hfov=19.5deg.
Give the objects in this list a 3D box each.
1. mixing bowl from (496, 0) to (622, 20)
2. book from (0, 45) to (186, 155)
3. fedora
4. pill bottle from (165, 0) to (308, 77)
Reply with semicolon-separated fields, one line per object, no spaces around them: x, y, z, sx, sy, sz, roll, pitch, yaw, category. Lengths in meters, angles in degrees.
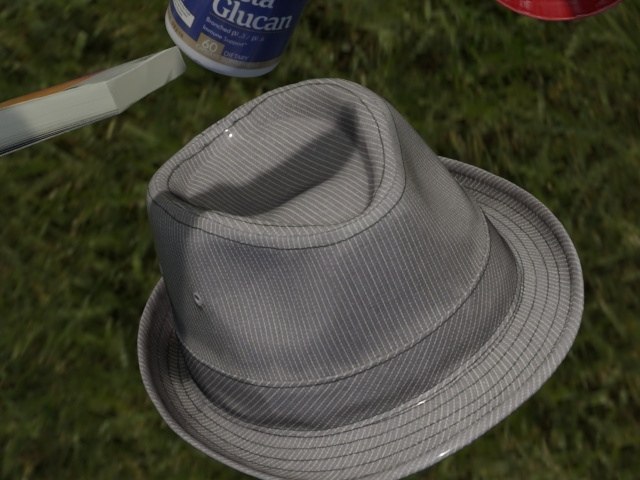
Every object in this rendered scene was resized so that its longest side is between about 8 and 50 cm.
0.201;-0.287;1.598;0.181;0.098;0.181;0;109;0;mixing bowl
-0.177;-0.098;1.310;0.144;0.096;0.035;-14;104;31;book
0.000;0.000;1.013;0.244;0.275;0.124;-31;123;-10;fedora
-0.044;-0.208;1.342;0.094;0.094;0.169;23;128;-5;pill bottle
